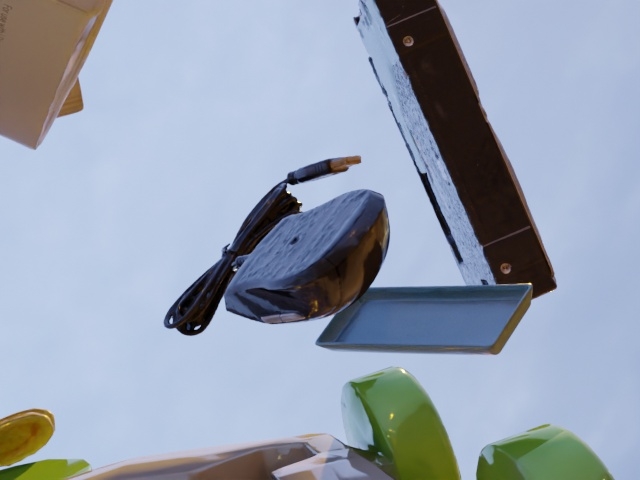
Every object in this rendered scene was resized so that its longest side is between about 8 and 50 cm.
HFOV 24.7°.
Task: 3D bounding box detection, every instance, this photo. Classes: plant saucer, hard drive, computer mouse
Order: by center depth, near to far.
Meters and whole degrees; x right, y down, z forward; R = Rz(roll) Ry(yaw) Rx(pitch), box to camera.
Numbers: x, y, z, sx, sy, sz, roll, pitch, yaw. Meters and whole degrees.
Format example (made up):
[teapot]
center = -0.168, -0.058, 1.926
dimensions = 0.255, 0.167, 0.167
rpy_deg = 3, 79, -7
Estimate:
[computer mouse]
center = 0.000, 0.000, 1.111
dimensions = 0.060, 0.262, 0.184
rpy_deg = 46, -122, -15
[plant saucer]
center = 0.079, 0.063, 1.137
dimensions = 0.067, 0.192, 0.018
rpy_deg = -52, -59, -31
[hard drive]
center = 0.131, -0.099, 1.487
dimensions = 0.064, 0.339, 0.237
rpy_deg = -24, 0, -2

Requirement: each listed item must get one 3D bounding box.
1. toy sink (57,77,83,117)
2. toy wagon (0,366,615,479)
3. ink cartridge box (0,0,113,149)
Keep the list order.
[toy sink]
center = -0.282, -0.200, 1.085
dimensions = 0.153, 0.131, 0.234
rpy_deg = -17, -63, -21
[toy wagon]
center = -0.082, 0.107, 0.395
dimensions = 0.267, 0.344, 0.068
rpy_deg = -17, -84, -13
[ink cartridge box]
center = -0.184, -0.177, 0.624
dimensions = 0.168, 0.232, 0.171
rpy_deg = 140, 152, -67
